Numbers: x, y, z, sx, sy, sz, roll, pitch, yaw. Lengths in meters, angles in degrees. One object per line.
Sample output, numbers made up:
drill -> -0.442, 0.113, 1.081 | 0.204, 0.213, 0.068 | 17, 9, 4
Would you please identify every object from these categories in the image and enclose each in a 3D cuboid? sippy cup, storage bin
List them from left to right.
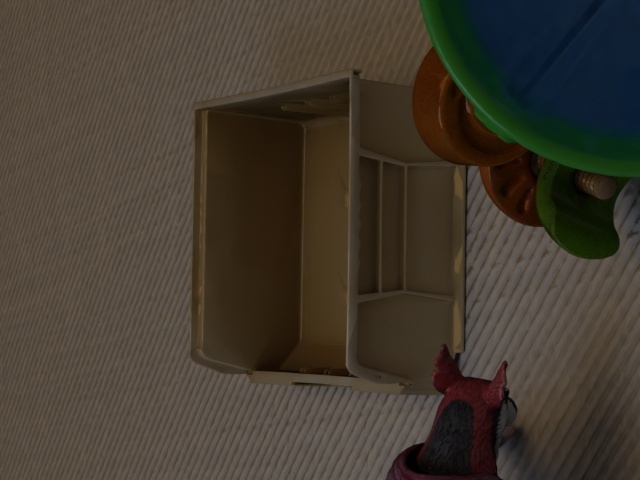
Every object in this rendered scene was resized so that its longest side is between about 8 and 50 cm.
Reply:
storage bin -> 0.000, 0.000, 1.393 | 0.262, 0.123, 0.260 | -4, 84, 56
sippy cup -> 0.174, -0.166, 0.895 | 0.224, 0.240, 0.305 | -58, -18, -76

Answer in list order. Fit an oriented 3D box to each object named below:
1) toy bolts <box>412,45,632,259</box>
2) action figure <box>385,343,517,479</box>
toy bolts -> 0.152, -0.135, 1.124 | 0.228, 0.218, 0.158 | -61, 31, 6
action figure -> 0.088, 0.255, 1.127 | 0.248, 0.276, 0.370 | 16, 115, 62
